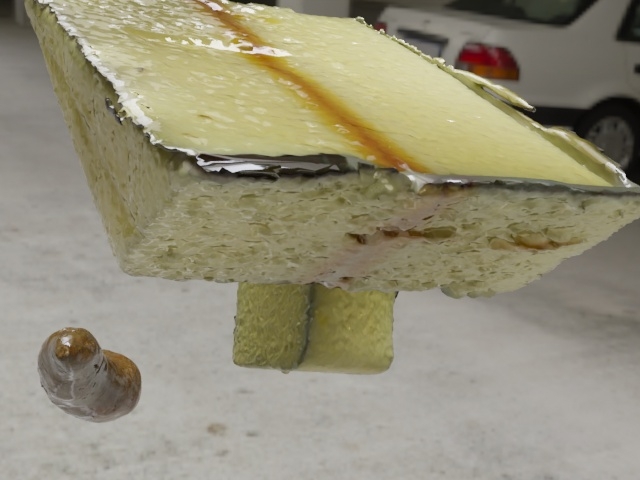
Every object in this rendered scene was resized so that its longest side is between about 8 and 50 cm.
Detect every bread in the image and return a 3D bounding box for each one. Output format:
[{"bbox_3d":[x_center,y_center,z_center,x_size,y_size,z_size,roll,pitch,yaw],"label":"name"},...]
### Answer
[{"bbox_3d":[0.000,0.000,1.030,0.178,0.266,0.142,3,-9,-4],"label":"bread"},{"bbox_3d":[-0.020,-0.128,0.793,0.345,0.405,0.242,-7,-26,-22],"label":"bread"}]

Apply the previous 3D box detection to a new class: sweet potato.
[{"bbox_3d":[-0.276,0.157,1.207,0.097,0.097,0.292,3,-16,5],"label":"sweet potato"}]
